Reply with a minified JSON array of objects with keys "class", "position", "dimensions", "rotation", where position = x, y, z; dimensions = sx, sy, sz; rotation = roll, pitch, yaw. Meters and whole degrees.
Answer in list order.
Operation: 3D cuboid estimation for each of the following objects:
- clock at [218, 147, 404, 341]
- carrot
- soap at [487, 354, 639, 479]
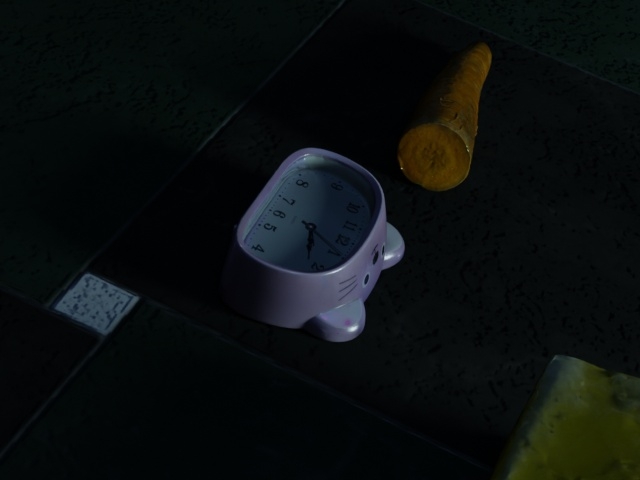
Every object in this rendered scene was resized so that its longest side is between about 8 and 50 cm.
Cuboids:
[{"class":"clock","position":[0.000,0.000,0.899],"dimensions":[0.110,0.050,0.152],"rotation":[23,42,8]},{"class":"carrot","position":[0.116,-0.121,1.067],"dimensions":[0.061,0.061,0.209],"rotation":[19,37,5]},{"class":"soap","position":[0.164,0.200,0.664],"dimensions":[0.199,0.091,0.315],"rotation":[16,37,18]}]
